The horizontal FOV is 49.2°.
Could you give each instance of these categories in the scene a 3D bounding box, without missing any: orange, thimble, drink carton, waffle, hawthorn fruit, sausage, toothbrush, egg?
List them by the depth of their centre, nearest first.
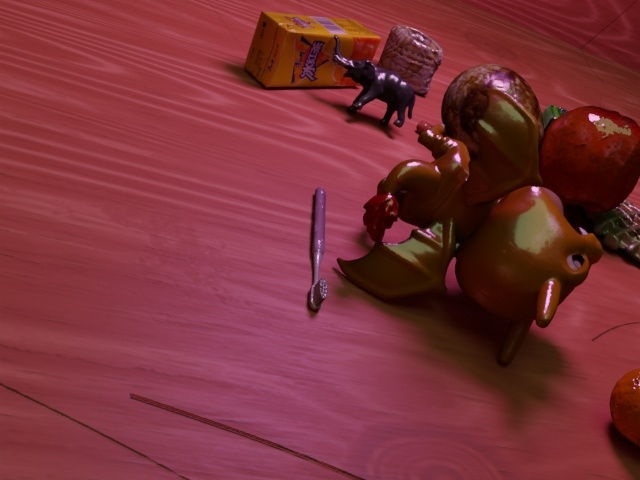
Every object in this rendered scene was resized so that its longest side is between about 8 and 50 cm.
[{"bbox_3d":[0.536,0.279,1.132,0.135,0.118,0.136,6,37,-4],"label":"orange"},{"bbox_3d":[0.000,0.000,1.228,0.024,0.029,0.354,31,30,-18],"label":"toothbrush"},{"bbox_3d":[0.648,-0.164,1.699,0.254,0.300,0.254,16,-6,2],"label":"hawthorn fruit"},{"bbox_3d":[-0.016,-0.478,1.776,0.351,0.155,0.111,-14,47,-46],"label":"drink carton"},{"bbox_3d":[0.446,-0.314,1.793,0.289,0.238,0.238,47,36,6],"label":"egg"},{"bbox_3d":[0.815,-0.025,1.807,0.291,0.056,0.309,25,34,-3],"label":"waffle"},{"bbox_3d":[0.286,-0.281,1.819,0.034,0.034,0.083,-17,53,-47],"label":"sausage"},{"bbox_3d":[0.268,-0.531,2.058,0.190,0.143,0.137,44,36,24],"label":"thimble"}]

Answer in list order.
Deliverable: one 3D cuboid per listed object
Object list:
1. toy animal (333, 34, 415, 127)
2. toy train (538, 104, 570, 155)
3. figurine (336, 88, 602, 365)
[{"bbox_3d":[0.117,-0.379,1.729,0.269,0.137,0.082,30,0,-11],"label":"toy animal"},{"bbox_3d":[0.672,-0.243,1.894,0.243,0.188,0.132,24,33,-5],"label":"toy train"},{"bbox_3d":[0.263,-0.005,1.225,0.387,0.401,0.268,44,-2,14],"label":"figurine"}]
